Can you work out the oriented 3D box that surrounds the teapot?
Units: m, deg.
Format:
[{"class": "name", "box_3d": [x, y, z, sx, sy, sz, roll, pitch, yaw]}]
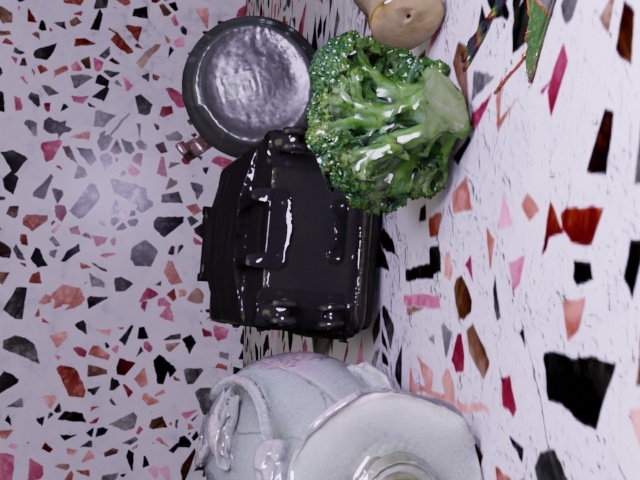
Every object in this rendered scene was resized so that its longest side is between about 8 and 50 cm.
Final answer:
[{"class": "teapot", "box_3d": [-0.144, -0.254, 1.570, 0.253, 0.300, 0.344, 55, 176, -3]}]

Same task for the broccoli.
[{"class": "broccoli", "box_3d": [0.059, -0.115, 0.805, 0.156, 0.195, 0.196, -7, 82, 59]}]

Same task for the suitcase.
[{"class": "suitcase", "box_3d": [-0.050, -0.003, 1.189, 0.434, 0.194, 0.283, 168, 107, -70]}]

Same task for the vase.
[{"class": "vase", "box_3d": [0.002, 0.238, 0.896, 0.445, 0.249, 0.250, 163, 108, -72]}]

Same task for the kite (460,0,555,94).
[{"class": "kite", "box_3d": [0.157, -0.213, 0.687, 0.244, 0.006, 0.198, 128, 141, -72]}]

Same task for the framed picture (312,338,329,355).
[{"class": "framed picture", "box_3d": [0.000, 0.000, 1.446, 0.247, 0.022, 0.335, 105, 162, -49]}]

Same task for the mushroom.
[{"class": "mushroom", "box_3d": [0.072, -0.308, 0.909, 0.096, 0.108, 0.247, 45, -147, -48]}]
